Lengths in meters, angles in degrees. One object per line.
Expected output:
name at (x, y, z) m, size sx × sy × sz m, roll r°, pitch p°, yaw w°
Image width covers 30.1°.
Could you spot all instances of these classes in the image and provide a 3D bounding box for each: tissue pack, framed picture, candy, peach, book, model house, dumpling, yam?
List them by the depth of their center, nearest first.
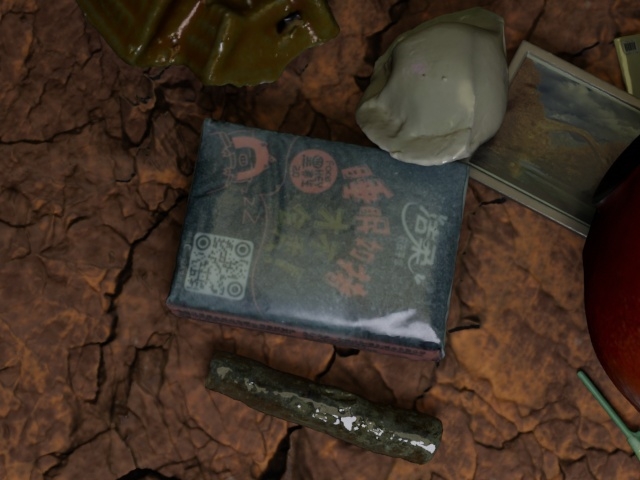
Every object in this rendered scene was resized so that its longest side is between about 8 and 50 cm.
peach at (0.431, 0.011, 1.223) m, size 0.310 × 0.335 × 0.406 m, roll 33°, pitch 81°, yaw -7°
candy at (0.349, 0.224, 1.330) m, size 0.062 × 0.058 × 0.194 m, roll -40°, pitch 70°, yaw 16°
yam at (0.001, 0.186, 1.330) m, size 0.274 × 0.061 × 0.061 m, roll 18°, pitch 78°, yaw 5°
tissue pack at (0.000, 0.000, 1.350) m, size 0.316 × 0.103 × 0.228 m, roll 10°, pitch 79°, yaw 3°
dumpling at (0.125, -0.170, 1.369) m, size 0.179 × 0.131 × 0.252 m, roll -3°, pitch 52°, yaw 20°
model house at (-0.144, -0.291, 1.379) m, size 0.239 × 0.173 × 0.268 m, roll -38°, pitch 77°, yaw -9°
framed picture at (0.308, -0.105, 1.410) m, size 0.250 × 0.016 × 0.184 m, roll 30°, pitch 85°, yaw 6°
book at (0.404, -0.198, 1.440) m, size 0.077 × 0.014 × 0.111 m, roll -10°, pitch 78°, yaw -1°
